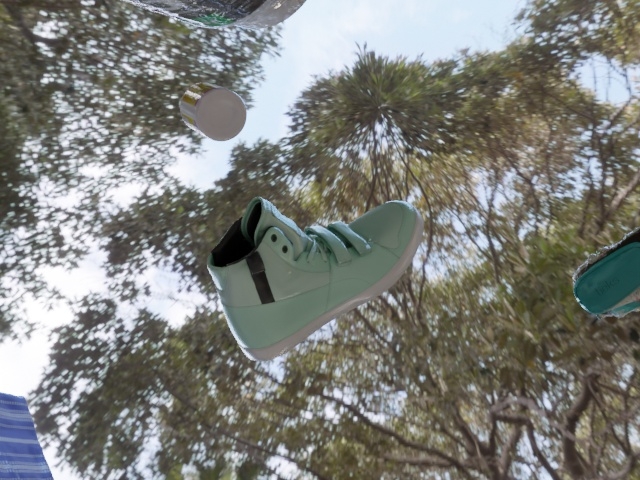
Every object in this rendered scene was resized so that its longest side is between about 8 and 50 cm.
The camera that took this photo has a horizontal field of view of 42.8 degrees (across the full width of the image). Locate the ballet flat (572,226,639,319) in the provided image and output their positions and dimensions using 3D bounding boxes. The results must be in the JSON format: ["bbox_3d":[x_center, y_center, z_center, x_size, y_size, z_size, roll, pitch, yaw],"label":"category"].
[{"bbox_3d":[0.341,0.005,0.776,0.077,0.241,0.091,-23,-96,-36],"label":"ballet flat"}]

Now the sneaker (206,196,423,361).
[{"bbox_3d":[0.000,0.000,0.865,0.255,0.094,0.151,-37,-53,-19],"label":"sneaker"}]

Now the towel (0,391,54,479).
[{"bbox_3d":[-0.333,0.319,0.950,0.040,0.243,0.336,-26,-106,-5],"label":"towel"}]

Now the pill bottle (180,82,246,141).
[{"bbox_3d":[-0.094,-0.111,0.692,0.043,0.083,0.044,-7,-72,-21],"label":"pill bottle"}]

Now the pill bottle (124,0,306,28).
[{"bbox_3d":[-0.142,-0.331,0.830,0.204,0.361,0.204,2,-86,23],"label":"pill bottle"}]
